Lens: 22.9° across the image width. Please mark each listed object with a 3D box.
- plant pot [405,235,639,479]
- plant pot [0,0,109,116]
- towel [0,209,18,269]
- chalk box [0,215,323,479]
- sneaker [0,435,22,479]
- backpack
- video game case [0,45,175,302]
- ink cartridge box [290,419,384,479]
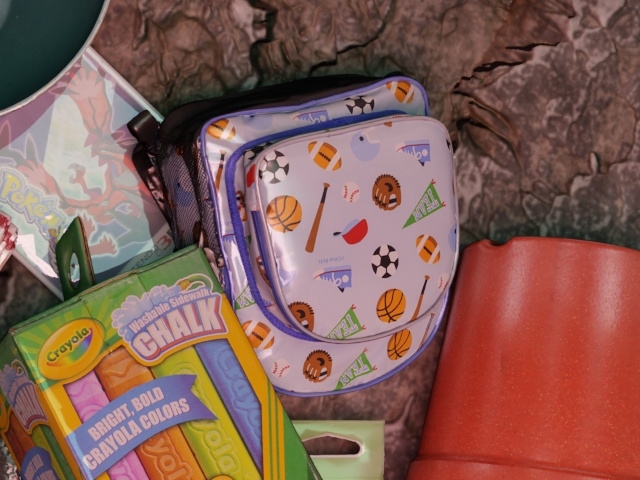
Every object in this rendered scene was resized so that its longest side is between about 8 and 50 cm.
[{"bbox_3d":[0.208,0.146,1.390,0.272,0.272,0.265,11,78,-12],"label":"plant pot"},{"bbox_3d":[-0.322,-0.226,1.301,0.290,0.195,0.290,0,88,-13],"label":"plant pot"},{"bbox_3d":[-0.429,0.069,1.314,0.237,0.037,0.329,30,81,15],"label":"towel"},{"bbox_3d":[-0.161,0.126,1.290,0.179,0.180,0.289,-25,83,-26],"label":"chalk box"},{"bbox_3d":[-0.252,0.194,1.383,0.170,0.051,0.089,9,87,-8],"label":"sneaker"},{"bbox_3d":[0.000,0.000,1.361,0.276,0.213,0.263,-13,108,-21],"label":"backpack"},{"bbox_3d":[-0.207,-0.049,1.410,0.201,0.023,0.183,44,80,-8],"label":"video game case"},{"bbox_3d":[-0.003,0.265,1.427,0.109,0.062,0.209,2,88,-12],"label":"ink cartridge box"}]
